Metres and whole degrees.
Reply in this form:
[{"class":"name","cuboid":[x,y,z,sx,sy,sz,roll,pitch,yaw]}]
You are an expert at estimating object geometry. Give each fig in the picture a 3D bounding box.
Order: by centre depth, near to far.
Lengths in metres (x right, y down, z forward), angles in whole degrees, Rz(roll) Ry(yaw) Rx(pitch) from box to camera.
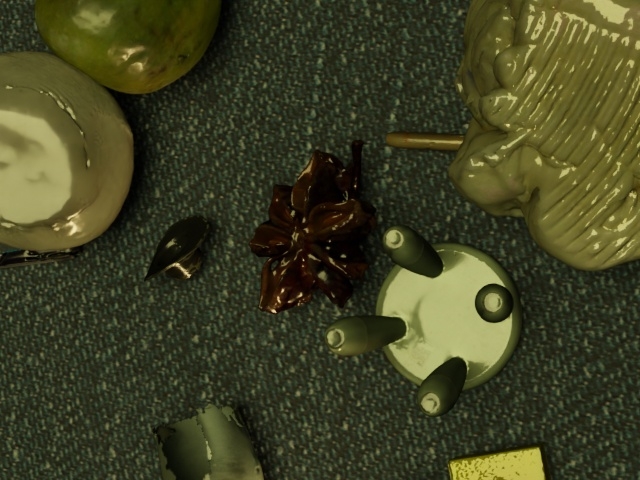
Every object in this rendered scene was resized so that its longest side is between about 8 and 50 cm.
[{"class":"fig","cuboid":[-0.219,-0.330,1.804,0.314,0.233,0.233,-28,80,10]}]

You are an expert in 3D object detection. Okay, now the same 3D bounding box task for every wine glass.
[{"class":"wine glass","cuboid":[-0.123,0.376,1.795,0.143,0.143,0.321,-24,80,17]}]

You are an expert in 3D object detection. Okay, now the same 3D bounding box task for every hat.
[{"class":"hat","cuboid":[-0.191,0.022,1.866,0.121,0.121,0.050,-37,116,15]}]

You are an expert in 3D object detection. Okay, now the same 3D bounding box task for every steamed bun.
[{"class":"steamed bun","cuboid":[0.319,-0.160,1.606,0.352,0.247,0.339,21,113,2]}]

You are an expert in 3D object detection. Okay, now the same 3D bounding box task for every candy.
[{"class":"candy","cuboid":[-0.395,-0.124,1.862,0.295,0.185,0.296,0,93,0]}]

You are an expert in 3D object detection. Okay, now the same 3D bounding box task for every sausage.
[{"class":"sausage","cuboid":[0.149,-0.130,1.772,0.132,0.024,0.024,4,90,18]}]

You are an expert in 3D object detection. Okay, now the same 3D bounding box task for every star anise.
[{"class":"star anise","cuboid":[0.000,0.000,1.763,0.220,0.126,0.190,-29,49,38]}]

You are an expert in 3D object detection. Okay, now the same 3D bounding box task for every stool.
[{"class":"stool","cuboid":[0.135,0.097,1.680,0.195,0.198,0.195,34,100,19]}]

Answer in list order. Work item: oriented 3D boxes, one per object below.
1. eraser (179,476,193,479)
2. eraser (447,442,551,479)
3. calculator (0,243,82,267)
[{"class":"eraser","cuboid":[-0.184,0.391,1.869,0.052,0.029,0.122,-21,81,18]},{"class":"eraser","cuboid":[0.232,0.314,1.718,0.122,0.045,0.097,-11,87,19]},{"class":"calculator","cuboid":[-0.480,-0.040,1.987,0.274,0.028,0.166,-7,83,17]}]
